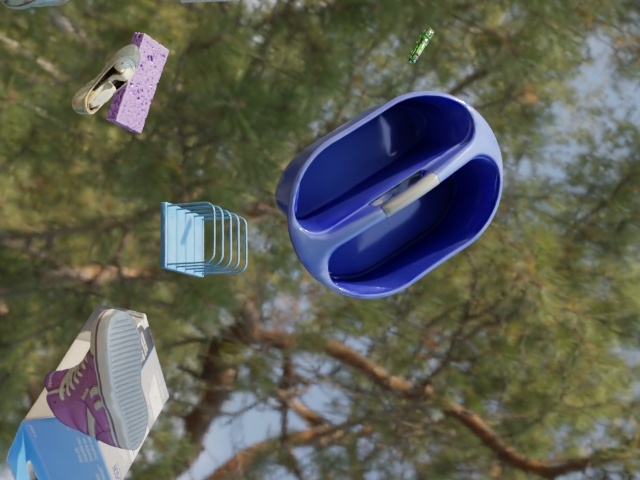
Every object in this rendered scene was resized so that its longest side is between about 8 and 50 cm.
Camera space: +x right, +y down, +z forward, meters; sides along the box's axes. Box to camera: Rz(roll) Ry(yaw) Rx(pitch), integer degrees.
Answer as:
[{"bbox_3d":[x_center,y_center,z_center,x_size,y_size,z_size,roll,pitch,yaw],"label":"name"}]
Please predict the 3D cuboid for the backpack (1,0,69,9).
[{"bbox_3d":[-0.540,-0.554,1.912,0.225,0.191,0.253,-4,-74,41],"label":"backpack"}]

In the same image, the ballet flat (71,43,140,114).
[{"bbox_3d":[-0.364,-0.277,1.826,0.052,0.057,0.168,20,-117,42],"label":"ballet flat"}]

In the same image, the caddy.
[{"bbox_3d":[0.100,-0.067,1.504,0.341,0.241,0.179,-34,-167,-13],"label":"caddy"}]

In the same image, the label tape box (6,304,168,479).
[{"bbox_3d":[-0.409,0.327,1.874,0.249,0.115,0.348,85,20,-43],"label":"label tape box"}]

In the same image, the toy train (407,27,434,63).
[{"bbox_3d":[0.178,-0.344,1.838,0.023,0.017,0.083,-22,-147,52],"label":"toy train"}]

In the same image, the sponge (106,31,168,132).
[{"bbox_3d":[-0.416,-0.357,2.372,0.031,0.117,0.210,16,-95,21],"label":"sponge"}]

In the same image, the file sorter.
[{"bbox_3d":[-0.211,-0.002,1.910,0.104,0.170,0.118,-4,-99,17],"label":"file sorter"}]

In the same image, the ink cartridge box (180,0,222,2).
[{"bbox_3d":[-0.200,-0.581,1.822,0.197,0.114,0.273,121,-35,-80],"label":"ink cartridge box"}]

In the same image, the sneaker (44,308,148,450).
[{"bbox_3d":[-0.361,0.209,1.600,0.102,0.161,0.282,-60,160,-49],"label":"sneaker"}]
